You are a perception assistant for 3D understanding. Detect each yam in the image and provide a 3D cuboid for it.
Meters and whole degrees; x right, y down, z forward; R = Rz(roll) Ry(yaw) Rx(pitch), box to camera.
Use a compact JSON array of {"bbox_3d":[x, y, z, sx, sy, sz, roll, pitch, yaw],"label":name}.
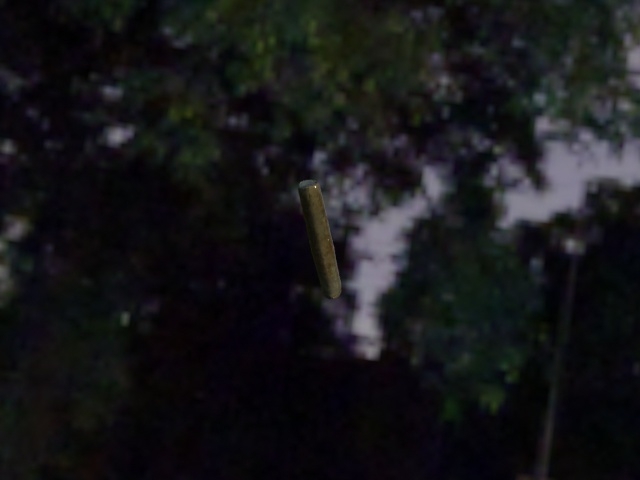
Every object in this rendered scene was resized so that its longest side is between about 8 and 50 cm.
[{"bbox_3d":[0.000,0.000,1.564,0.021,0.116,0.021,-10,30,6],"label":"yam"}]
